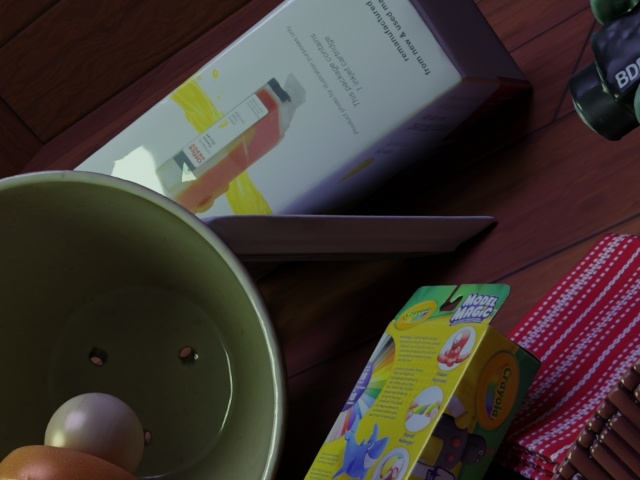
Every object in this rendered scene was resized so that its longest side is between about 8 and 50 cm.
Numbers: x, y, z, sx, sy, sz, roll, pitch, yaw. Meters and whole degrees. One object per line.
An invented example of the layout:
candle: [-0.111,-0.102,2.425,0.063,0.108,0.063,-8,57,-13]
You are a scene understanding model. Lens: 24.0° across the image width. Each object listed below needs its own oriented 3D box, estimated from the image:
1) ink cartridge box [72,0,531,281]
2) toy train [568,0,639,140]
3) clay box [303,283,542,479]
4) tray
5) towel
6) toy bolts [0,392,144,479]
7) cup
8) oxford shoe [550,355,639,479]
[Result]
ink cartridge box: [-0.020,-0.101,1.445,0.384,0.160,0.279,-35,-7,19]
toy train: [0.320,-0.152,0.933,0.334,0.190,0.142,-37,46,27]
clay box: [0.054,0.131,0.947,0.222,0.053,0.127,-59,21,-15]
tray: [0.000,0.000,1.271,0.270,0.030,0.145,0,-4,-30]
towel: [0.186,0.070,0.929,0.199,0.031,0.275,-44,16,-12]
toy bolts: [-0.107,0.213,0.938,0.228,0.218,0.159,114,175,-58]
cup: [-0.169,0.117,1.181,0.331,0.331,0.237,-39,-7,6]
oxford shoe: [0.247,0.059,0.735,0.348,0.123,0.130,-41,-10,3]
